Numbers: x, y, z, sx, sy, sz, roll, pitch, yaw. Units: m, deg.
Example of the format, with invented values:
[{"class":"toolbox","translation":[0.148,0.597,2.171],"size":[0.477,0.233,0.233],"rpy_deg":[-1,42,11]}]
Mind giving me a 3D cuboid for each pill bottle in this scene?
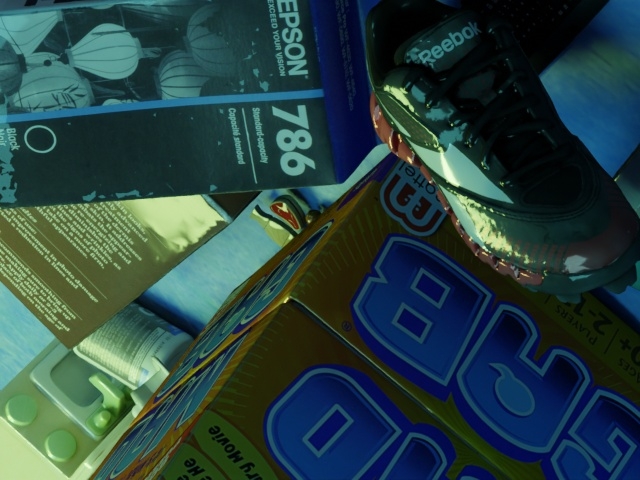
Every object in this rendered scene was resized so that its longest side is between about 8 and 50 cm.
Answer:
[{"class":"pill bottle","translation":[-0.202,0.098,1.813],"size":[0.137,0.078,0.078],"rpy_deg":[30,145,18]}]

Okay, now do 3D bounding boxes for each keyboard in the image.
[{"class":"keyboard","translation":[0.130,-0.164,1.202],"size":[0.100,0.038,0.192],"rpy_deg":[41,147,1]}]

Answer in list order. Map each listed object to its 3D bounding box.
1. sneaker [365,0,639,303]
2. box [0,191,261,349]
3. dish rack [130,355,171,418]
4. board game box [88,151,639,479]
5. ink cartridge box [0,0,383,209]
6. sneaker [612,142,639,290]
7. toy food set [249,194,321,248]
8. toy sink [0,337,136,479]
[{"class":"sneaker","translation":[0.108,-0.071,1.156],"size":[0.276,0.098,0.135],"rpy_deg":[51,168,42]},{"class":"box","translation":[-0.180,-0.060,1.554],"size":[0.191,0.143,0.381],"rpy_deg":[46,149,-6]},{"class":"dish rack","translation":[-0.085,0.278,1.767],"size":[0.285,0.072,0.333],"rpy_deg":[50,169,24]},{"class":"board game box","translation":[0.039,0.213,1.418],"size":[0.356,0.356,0.356],"rpy_deg":[40,147,-6]},{"class":"ink cartridge box","translation":[-0.088,-0.115,1.292],"size":[0.333,0.065,0.165],"rpy_deg":[-6,122,8]},{"class":"sneaker","translation":[0.268,-0.042,1.146],"size":[0.121,0.108,0.302],"rpy_deg":[39,155,4]},{"class":"toy food set","translation":[0.000,0.000,1.542],"size":[0.122,0.019,0.078],"rpy_deg":[43,148,-3]},{"class":"toy sink","translation":[-0.271,0.187,1.921],"size":[0.131,0.153,0.234],"rpy_deg":[42,148,0]}]
